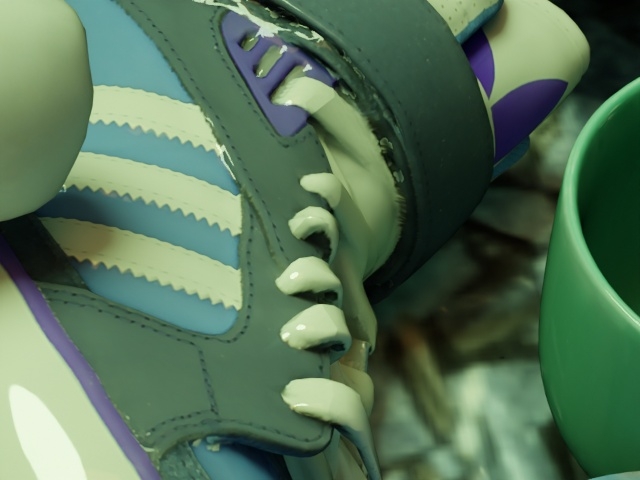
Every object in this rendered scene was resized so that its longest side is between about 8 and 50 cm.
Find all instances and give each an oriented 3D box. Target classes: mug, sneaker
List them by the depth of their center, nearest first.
[{"bbox_3d":[0.000,0.000,0.498,0.236,0.130,0.323,-25,47,-17],"label":"sneaker"},{"bbox_3d":[0.137,0.020,0.507,0.157,0.097,0.129,-19,50,-19],"label":"mug"}]

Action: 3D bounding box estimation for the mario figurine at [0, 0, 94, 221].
[{"bbox_3d":[-0.181,-0.013,0.396,0.198,0.170,0.321,37,60,-18],"label":"mario figurine"}]

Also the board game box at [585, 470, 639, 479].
[{"bbox_3d":[0.072,0.134,0.421,0.133,0.033,0.169,-13,47,30],"label":"board game box"}]
